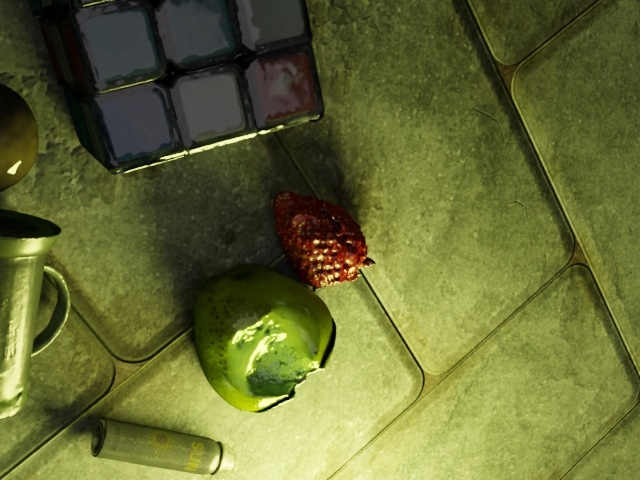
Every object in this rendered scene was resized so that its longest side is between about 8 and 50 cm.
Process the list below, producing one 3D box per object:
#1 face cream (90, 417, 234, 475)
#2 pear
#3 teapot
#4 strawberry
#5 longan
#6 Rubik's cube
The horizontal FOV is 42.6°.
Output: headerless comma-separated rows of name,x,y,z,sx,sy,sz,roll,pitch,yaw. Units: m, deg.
face cream,-0.297,0.402,1.581,0.283,0.073,0.073,19,93,-29
pear,-0.121,0.166,1.566,0.292,0.159,0.293,-5,103,-23
teapot,-0.532,0.126,1.346,0.270,0.200,0.337,-3,108,-57
strawberry,0.009,-0.013,1.617,0.174,0.098,0.228,-33,116,-16
longan,-0.541,-0.163,1.280,0.204,0.159,0.185,15,112,8
Rubik's cube,-0.238,-0.326,1.275,0.362,0.363,0.359,-22,109,-22
